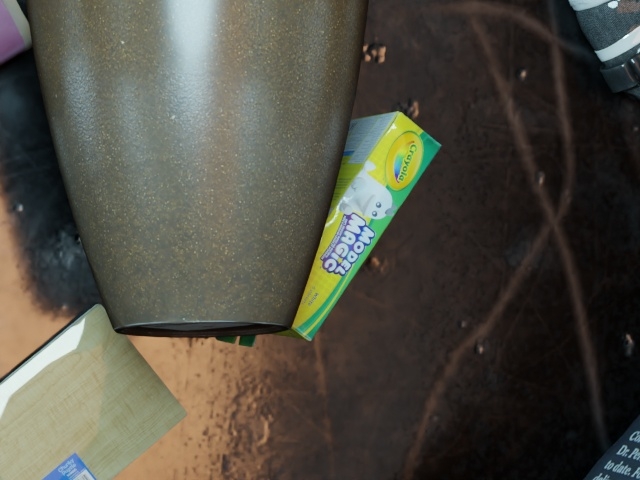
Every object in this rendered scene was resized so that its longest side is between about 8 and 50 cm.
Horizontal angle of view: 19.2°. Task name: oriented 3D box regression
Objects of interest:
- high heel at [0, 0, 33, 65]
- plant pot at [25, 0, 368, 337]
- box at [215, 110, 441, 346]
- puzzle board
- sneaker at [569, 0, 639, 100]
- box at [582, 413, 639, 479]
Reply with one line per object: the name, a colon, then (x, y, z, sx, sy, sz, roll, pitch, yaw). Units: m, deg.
high heel: (-0.339, -0.218, 1.112, 0.181, 0.127, 0.377, -36, 100, -16)
plant pot: (-0.074, -0.060, 1.139, 0.215, 0.215, 0.230, 2, 82, -19)
box: (0.000, 0.000, 1.239, 0.043, 0.105, 0.179, 39, 79, -14)
puzzle board: (-0.165, 0.118, 1.234, 0.128, 0.011, 0.096, -40, 103, -14)
sneaker: (0.290, -0.167, 1.357, 0.217, 0.079, 0.121, -24, 101, -9)
box: (0.375, 0.345, 1.267, 0.472, 0.297, 0.480, -46, 105, -10)
